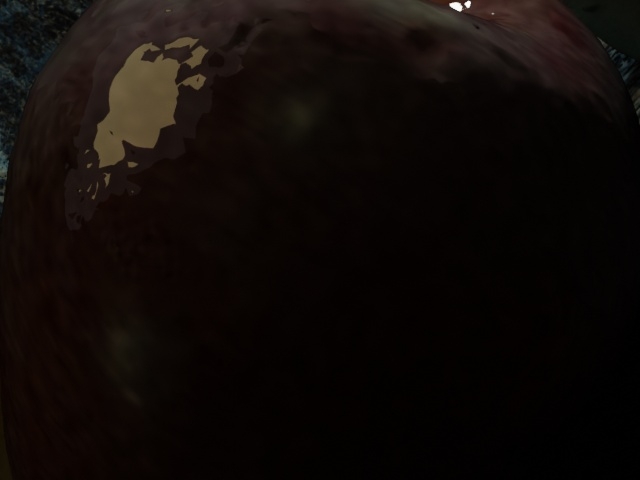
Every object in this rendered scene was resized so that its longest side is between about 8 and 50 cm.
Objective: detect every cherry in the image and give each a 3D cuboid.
[{"bbox_3d":[-0.007,0.016,0.669,0.307,0.221,0.261,-64,-4,21],"label":"cherry"}]

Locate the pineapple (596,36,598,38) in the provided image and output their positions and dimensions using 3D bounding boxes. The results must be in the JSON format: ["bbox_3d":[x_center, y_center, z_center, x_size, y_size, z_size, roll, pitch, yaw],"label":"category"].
[{"bbox_3d":[0.039,-0.066,0.923,0.364,0.165,0.165,-54,9,-20],"label":"pineapple"}]

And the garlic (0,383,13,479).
[{"bbox_3d":[-0.228,0.156,1.425,0.245,0.164,0.145,-54,24,35],"label":"garlic"}]

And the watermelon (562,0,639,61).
[{"bbox_3d":[0.178,-0.214,0.794,0.261,0.213,0.201,-60,26,-5],"label":"watermelon"}]
